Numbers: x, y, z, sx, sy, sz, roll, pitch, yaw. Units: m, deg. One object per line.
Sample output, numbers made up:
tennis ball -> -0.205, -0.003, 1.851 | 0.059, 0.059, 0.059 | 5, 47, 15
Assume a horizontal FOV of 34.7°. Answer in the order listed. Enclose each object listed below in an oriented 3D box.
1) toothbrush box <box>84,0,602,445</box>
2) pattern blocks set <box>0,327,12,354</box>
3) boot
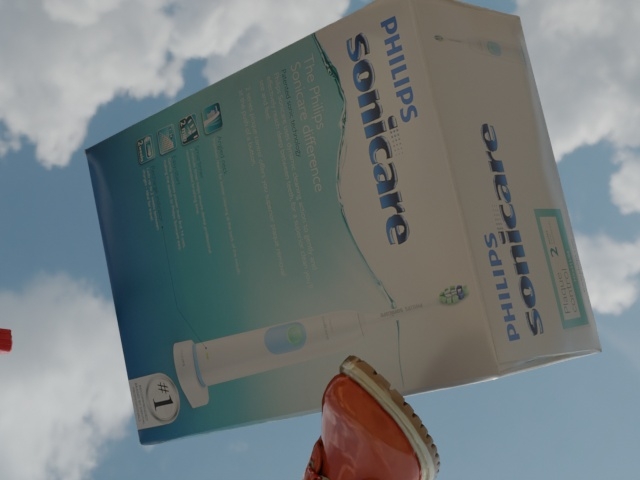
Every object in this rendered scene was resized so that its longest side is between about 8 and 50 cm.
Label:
toothbrush box -> 0.000, 0.000, 0.659 | 0.126, 0.295, 0.216 | -3, -103, -49
pattern blocks set -> -0.440, 0.085, 0.805 | 0.285, 0.325, 0.026 | 17, -112, -53
boot -> 0.012, 0.128, 0.512 | 0.085, 0.158, 0.059 | -32, -133, -26
